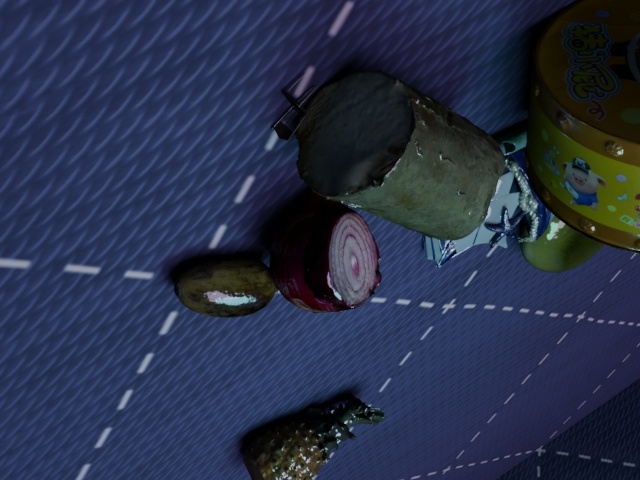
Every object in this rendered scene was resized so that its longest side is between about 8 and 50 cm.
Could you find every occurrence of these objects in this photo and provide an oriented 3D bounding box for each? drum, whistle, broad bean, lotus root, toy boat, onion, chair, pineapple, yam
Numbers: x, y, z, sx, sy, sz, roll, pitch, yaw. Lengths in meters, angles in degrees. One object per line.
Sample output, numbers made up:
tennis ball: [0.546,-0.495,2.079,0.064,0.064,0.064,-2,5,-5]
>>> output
drum: [0.529,-0.200,1.004,0.431,0.431,0.214,-30,141,-12]
whistle: [0.358,-0.183,1.182,0.186,0.039,0.039,-26,141,-18]
broad bean: [0.534,-0.044,1.400,0.238,0.119,0.291,-26,140,-14]
lotus root: [-0.136,0.073,0.988,0.179,0.080,0.089,-2,127,-40]
toy boat: [0.347,-0.038,1.270,0.210,0.070,0.291,34,103,-31]
onion: [0.000,0.000,0.999,0.195,0.140,0.218,-18,100,-53]
chair: [-0.035,-0.174,0.860,0.086,0.037,0.042,-50,154,6]
pineapple: [-0.004,0.431,1.408,0.310,0.141,0.170,-23,177,-26]
yam: [0.127,-0.112,0.930,0.300,0.195,0.195,16,117,-47]
